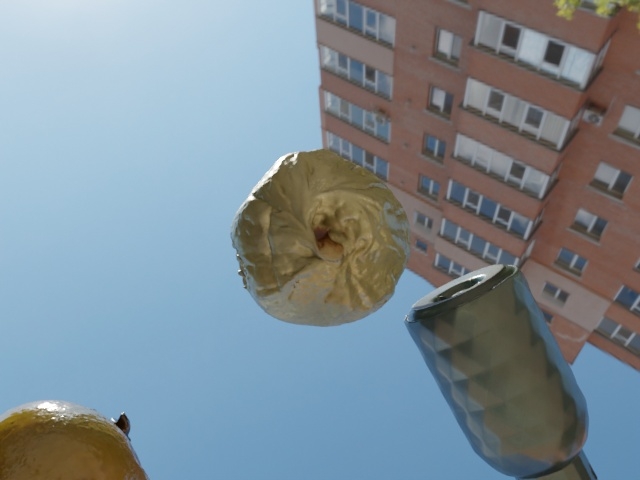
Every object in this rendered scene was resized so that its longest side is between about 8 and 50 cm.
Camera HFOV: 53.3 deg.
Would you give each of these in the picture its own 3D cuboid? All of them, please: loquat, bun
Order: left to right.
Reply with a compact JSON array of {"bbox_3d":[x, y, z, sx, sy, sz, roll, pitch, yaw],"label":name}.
[{"bbox_3d":[-0.285,0.287,0.680,0.244,0.244,0.244,-2,-125,2],"label":"loquat"},{"bbox_3d":[0.000,0.000,0.752,0.220,0.134,0.220,0,-96,-1],"label":"bun"}]

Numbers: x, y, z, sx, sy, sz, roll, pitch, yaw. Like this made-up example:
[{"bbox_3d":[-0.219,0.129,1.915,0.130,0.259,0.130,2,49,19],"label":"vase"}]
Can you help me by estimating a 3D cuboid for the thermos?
[{"bbox_3d":[0.217,0.180,0.740,0.145,0.182,0.286,-27,-89,-4],"label":"thermos"}]
